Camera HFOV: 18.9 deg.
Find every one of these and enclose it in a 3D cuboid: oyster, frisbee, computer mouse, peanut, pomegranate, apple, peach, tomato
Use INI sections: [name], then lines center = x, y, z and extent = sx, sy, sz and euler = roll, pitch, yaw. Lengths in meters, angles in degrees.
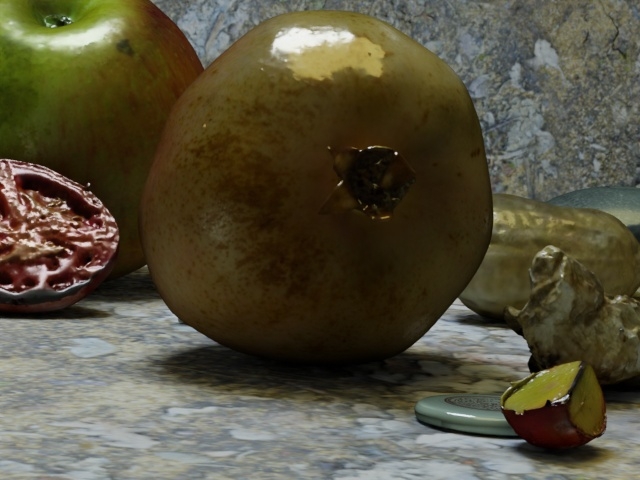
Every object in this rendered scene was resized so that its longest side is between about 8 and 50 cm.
[oyster]
center = 0.232, 0.081, 1.551
extent = 0.162, 0.107, 0.233
euler = 1, -15, 38
[frisbee]
center = 0.122, 0.123, 1.373
extent = 0.110, 0.014, 0.110
euler = 3, 5, 0
[computer mouse]
center = 0.404, -0.008, 2.376
extent = 0.374, 0.114, 0.203
euler = 2, 5, -23
[peanut]
center = 0.221, 0.022, 1.928
extent = 0.224, 0.129, 0.129
euler = 10, 4, -9
[pomegranate]
center = 0.001, -0.036, 1.568
extent = 0.319, 0.319, 0.319
euler = 3, 5, 0
[apple]
center = -0.272, -0.124, 2.014
extent = 0.340, 0.339, 0.339
euler = 3, 5, 0
[peach]
center = 0.162, 0.114, 1.288
extent = 0.077, 0.050, 0.083
euler = -24, 5, -20
[tomato]
center = -0.283, 0.016, 1.825
extent = 0.174, 0.166, 0.082
euler = 22, -35, 8

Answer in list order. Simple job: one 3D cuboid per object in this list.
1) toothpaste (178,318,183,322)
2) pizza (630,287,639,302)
[toothpaste]
center = -0.063, 0.059, 1.832
extent = 0.046, 0.034, 0.164
euler = 3, 4, 42
[pizza]
center = 0.378, 0.062, 2.050
extent = 0.181, 0.034, 0.262
euler = 1, 5, -13
